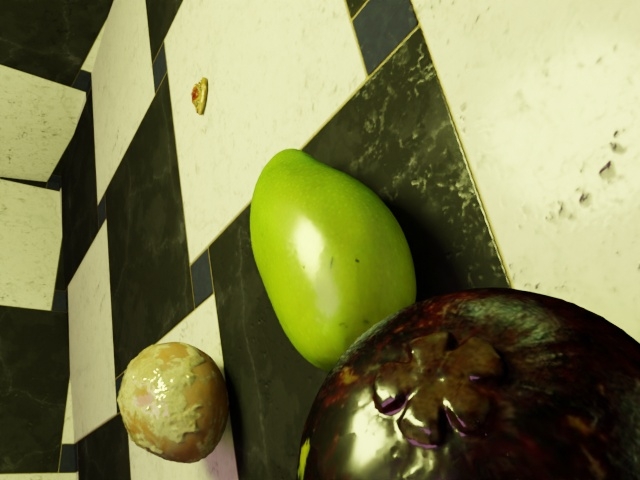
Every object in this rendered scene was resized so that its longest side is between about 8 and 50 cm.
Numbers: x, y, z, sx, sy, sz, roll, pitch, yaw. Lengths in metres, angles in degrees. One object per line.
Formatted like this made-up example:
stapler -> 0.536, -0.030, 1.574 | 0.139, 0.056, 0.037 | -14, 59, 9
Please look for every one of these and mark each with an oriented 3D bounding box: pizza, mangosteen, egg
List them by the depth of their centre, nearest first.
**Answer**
mangosteen -> 0.124, 0.176, 0.392 | 0.288, 0.288, 0.288 | -8, 80, 54
egg -> -0.262, 0.290, 0.978 | 0.233, 0.195, 0.195 | 41, 121, 28
pizza -> -0.278, -0.321, 1.205 | 0.078, 0.025, 0.083 | 12, 98, 52

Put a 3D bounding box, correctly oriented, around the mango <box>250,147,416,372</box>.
mango -> 0.000, 0.000, 0.662 | 0.192, 0.156, 0.343 | -60, 41, 31
